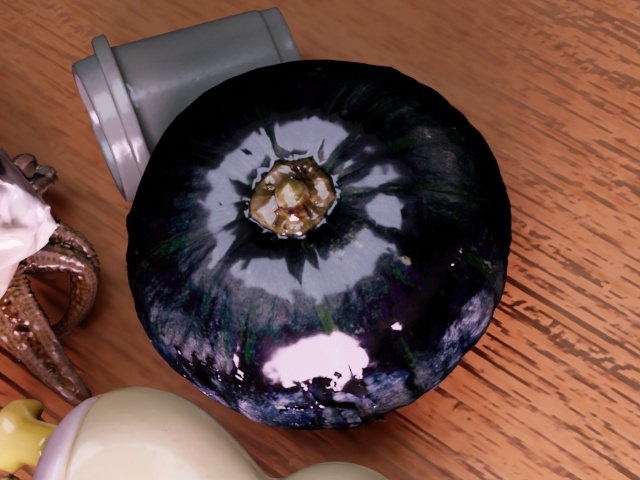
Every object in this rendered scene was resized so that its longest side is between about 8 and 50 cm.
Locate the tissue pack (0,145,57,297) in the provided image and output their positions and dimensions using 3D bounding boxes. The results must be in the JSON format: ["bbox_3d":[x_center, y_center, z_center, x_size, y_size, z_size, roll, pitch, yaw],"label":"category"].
[{"bbox_3d":[-0.367,0.004,1.237,0.375,0.195,0.390,-53,56,26],"label":"tissue pack"}]

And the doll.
[{"bbox_3d":[-0.059,0.167,1.150,0.296,0.117,0.141,12,90,10],"label":"doll"}]

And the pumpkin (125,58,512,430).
[{"bbox_3d":[0.000,0.000,1.178,0.233,0.163,0.233,-7,64,15],"label":"pumpkin"}]

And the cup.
[{"bbox_3d":[-0.080,-0.093,1.290,0.141,0.120,0.120,-20,58,-8],"label":"cup"}]

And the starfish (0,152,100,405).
[{"bbox_3d":[-0.214,0.035,1.289,0.146,0.074,0.190,-28,60,-4],"label":"starfish"}]
